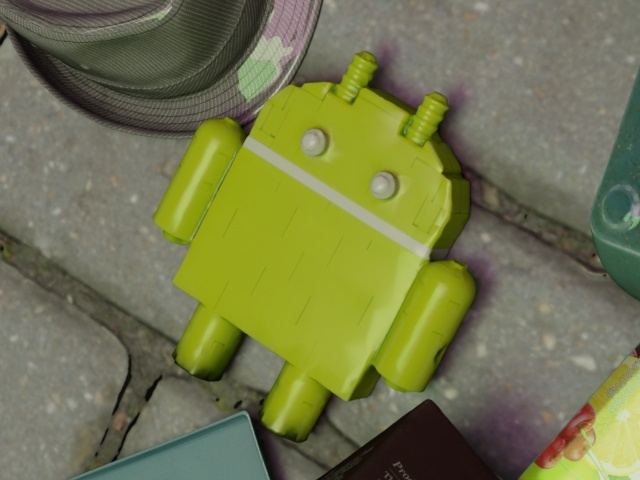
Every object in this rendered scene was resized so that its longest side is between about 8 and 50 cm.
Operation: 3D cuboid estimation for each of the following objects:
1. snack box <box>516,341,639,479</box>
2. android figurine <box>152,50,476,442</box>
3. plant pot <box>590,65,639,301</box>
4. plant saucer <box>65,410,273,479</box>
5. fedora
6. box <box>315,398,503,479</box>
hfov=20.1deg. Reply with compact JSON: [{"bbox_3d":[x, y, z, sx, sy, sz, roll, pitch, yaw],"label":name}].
[{"bbox_3d":[0.255,0.173,1.174,0.207,0.070,0.174,43,105,16],"label":"snack box"},{"bbox_3d":[0.000,0.000,1.299,0.248,0.056,0.273,35,105,21],"label":"android figurine"},{"bbox_3d":[0.297,-0.034,1.016,0.247,0.252,0.248,26,102,45],"label":"plant pot"},{"bbox_3d":[-0.118,0.188,1.364,0.192,0.018,0.067,-23,80,25],"label":"plant saucer"},{"bbox_3d":[-0.146,-0.202,1.326,0.275,0.124,0.244,29,102,22],"label":"fedora"},{"bbox_3d":[0.028,0.244,1.150,0.168,0.203,0.167,50,128,2],"label":"box"}]
